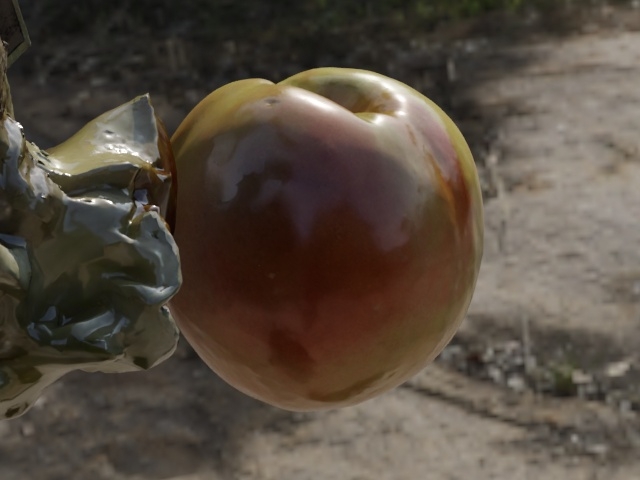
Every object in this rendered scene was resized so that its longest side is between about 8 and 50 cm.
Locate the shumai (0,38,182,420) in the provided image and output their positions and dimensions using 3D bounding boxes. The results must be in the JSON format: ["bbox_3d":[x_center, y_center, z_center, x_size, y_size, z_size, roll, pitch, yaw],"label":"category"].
[{"bbox_3d":[-0.123,0.007,0.615,0.153,0.209,0.161,17,20,-18],"label":"shumai"}]

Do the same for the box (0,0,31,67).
[{"bbox_3d":[-0.161,-0.088,0.696,0.035,0.083,0.079,24,60,23],"label":"box"}]

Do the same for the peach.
[{"bbox_3d":[0.000,0.000,0.904,0.184,0.184,0.184,-6,26,3],"label":"peach"}]
